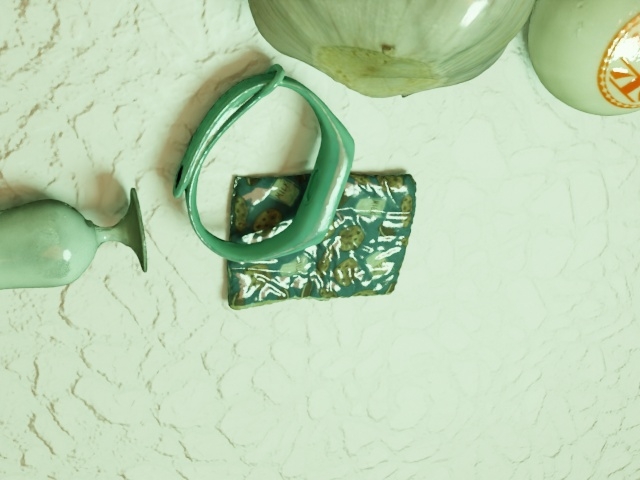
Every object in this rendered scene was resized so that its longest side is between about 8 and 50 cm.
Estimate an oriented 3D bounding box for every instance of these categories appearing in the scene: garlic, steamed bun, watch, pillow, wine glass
[{"bbox_3d":[0.085,-0.286,0.974,0.317,0.317,0.259,6,77,-26],"label":"garlic"},{"bbox_3d":[0.381,-0.254,1.185,0.231,0.145,0.232,-7,128,-9],"label":"steamed bun"},{"bbox_3d":[-0.064,-0.088,1.139,0.195,0.068,0.237,17,107,-16],"label":"watch"},{"bbox_3d":[0.002,-0.002,1.255,0.255,0.034,0.189,-3,116,-20],"label":"pillow"},{"bbox_3d":[-0.318,0.005,1.079,0.231,0.103,0.103,-10,121,-14],"label":"wine glass"}]
